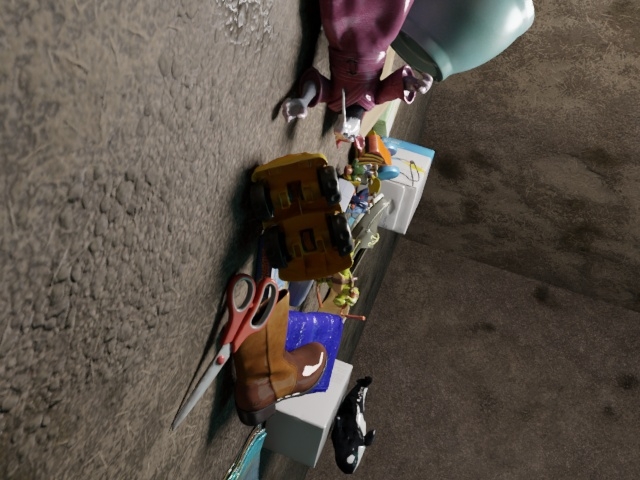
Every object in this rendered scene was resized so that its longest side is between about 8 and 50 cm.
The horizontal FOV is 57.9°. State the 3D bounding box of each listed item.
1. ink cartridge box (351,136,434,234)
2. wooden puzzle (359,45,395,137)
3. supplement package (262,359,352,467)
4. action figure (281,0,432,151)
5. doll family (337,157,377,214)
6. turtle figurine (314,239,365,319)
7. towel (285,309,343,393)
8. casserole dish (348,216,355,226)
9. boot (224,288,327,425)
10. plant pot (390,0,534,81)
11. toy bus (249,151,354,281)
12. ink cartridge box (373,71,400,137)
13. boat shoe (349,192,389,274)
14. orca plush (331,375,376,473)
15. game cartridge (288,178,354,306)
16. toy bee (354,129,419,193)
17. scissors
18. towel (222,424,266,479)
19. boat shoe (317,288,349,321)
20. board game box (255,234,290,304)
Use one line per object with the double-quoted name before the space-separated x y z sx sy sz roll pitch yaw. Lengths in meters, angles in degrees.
"ink cartridge box" 0.252 -0.195 1.999 0.270 0.197 0.198 -59 164 -49
"wooden puzzle" 0.115 -0.444 1.311 0.322 0.080 0.348 -57 156 -51
"supplement package" -0.037 0.504 1.773 0.293 0.177 0.175 -51 157 -58
"action figure" 0.052 -0.336 1.031 0.276 0.248 0.370 -101 -164 -53
"doll family" 0.087 -0.135 1.576 0.076 0.111 0.193 -130 -142 -64
"turtle figurine" 0.063 0.102 1.604 0.269 0.087 0.217 -153 -122 -62
"towel" -0.047 0.288 1.434 0.308 0.076 0.228 15 94 -59
"casserole dish" 0.100 0.000 1.997 0.188 0.037 0.114 92 20 -56
"boot" -0.083 0.209 1.195 0.264 0.096 0.280 -26 131 -33
"plant pot" 0.244 -0.447 1.156 0.196 0.293 0.293 -49 169 4
"toy bus" -0.030 -0.071 1.033 0.211 0.149 0.220 -91 168 -60
"ink cartridge box" 0.220 -0.415 1.885 0.235 0.056 0.171 60 49 -72
"boat shoe" 0.121 -0.002 1.731 0.305 0.091 0.109 -55 165 22
"orca plush" 0.090 0.540 1.735 0.102 0.151 0.287 42 67 -44
"game cartridge" 0.000 0.000 1.392 0.196 0.060 0.294 108 6 -58
"toy bee" 0.164 -0.213 1.735 0.298 0.162 0.195 47 40 -42
"scissors" -0.158 0.195 1.006 0.109 0.021 0.297 31 75 -41
"towel" -0.238 0.688 1.470 0.370 0.040 0.271 -53 157 -58
"boat shoe" 0.054 0.238 1.989 0.096 0.098 0.277 95 16 -45
"board game box" -0.091 0.049 1.189 0.136 0.035 0.201 -56 160 -53
